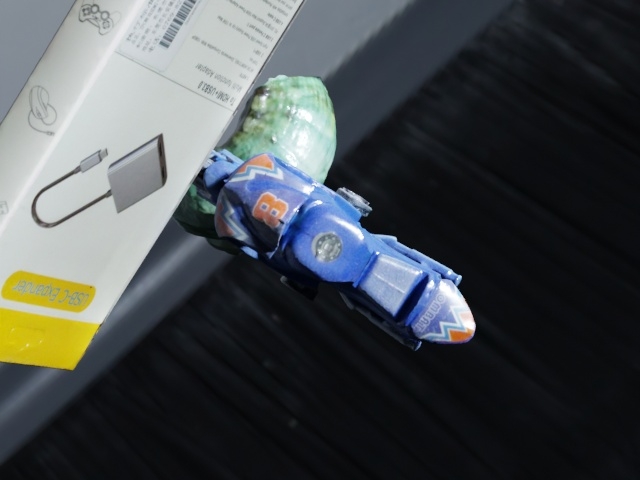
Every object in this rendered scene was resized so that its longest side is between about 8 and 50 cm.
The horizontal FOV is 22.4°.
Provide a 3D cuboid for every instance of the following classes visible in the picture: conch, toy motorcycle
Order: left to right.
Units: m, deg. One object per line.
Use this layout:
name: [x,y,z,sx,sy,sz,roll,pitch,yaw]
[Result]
conch: [-0.067,-0.064,1.580,0.188,0.122,0.176,-36,-173,43]
toy motorcycle: [0.000,0.000,1.008,0.205,0.114,0.076,32,91,-14]

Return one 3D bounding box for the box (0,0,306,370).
box: [-0.086,-0.056,0.716,0.247,0.033,0.129,-57,159,4]
